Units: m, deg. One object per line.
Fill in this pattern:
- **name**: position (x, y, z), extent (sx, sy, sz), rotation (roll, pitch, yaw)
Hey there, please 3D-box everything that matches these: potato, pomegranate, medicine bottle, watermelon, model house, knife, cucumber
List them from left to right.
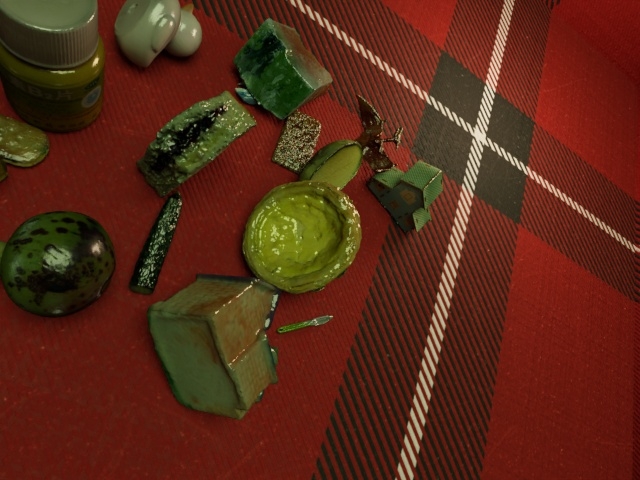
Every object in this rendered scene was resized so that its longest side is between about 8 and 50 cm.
- **pomegranate**: position (-0.615, 0.034, 0.975), extent (0.306, 0.242, 0.242), rotation (22, 62, 13)
- **medicine bottle**: position (-0.618, -0.431, 0.998), extent (0.225, 0.384, 0.224), rotation (9, 70, -26)
- **cucumber**: position (-0.427, -0.002, 1.153), extent (0.068, 0.068, 0.293), rotation (22, 64, -20)
- **model house**: position (-0.228, 0.239, 1.109), extent (0.280, 0.246, 0.311), rotation (-43, 126, -57)
- **watermelon**: position (-0.102, -0.575, 1.425), extent (0.264, 0.151, 0.302), rotation (52, 51, -4)
- **knife**: position (-0.045, 0.251, 1.299), extent (0.184, 0.026, 0.022), rotation (-8, 39, -27)
- **potato**: position (0.014, -0.235, 1.413), extent (0.272, 0.160, 0.111), rotation (-44, 54, -16)
- **model house**: position (0.325, -0.180, 1.515), extent (0.178, 0.206, 0.271), rotation (-40, 94, -30)

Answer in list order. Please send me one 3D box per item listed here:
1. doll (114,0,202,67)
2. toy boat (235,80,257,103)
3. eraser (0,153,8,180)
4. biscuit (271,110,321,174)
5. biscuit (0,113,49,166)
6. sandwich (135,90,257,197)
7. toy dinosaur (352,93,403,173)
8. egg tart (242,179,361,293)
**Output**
- **doll**: position (-0.462, -0.609, 1.270), extent (0.221, 0.221, 0.250), rotation (34, 85, -15)
- **toy boat**: position (-0.220, -0.505, 1.441), extent (0.106, 0.034, 0.149), rotation (29, 51, -14)
- **eraser**: position (-0.803, -0.125, 0.939), extent (0.069, 0.158, 0.226), rotation (44, 61, -7)
- **biscuit**: position (-0.075, -0.336, 1.460), extent (0.131, 0.025, 0.230), rotation (24, 66, -20)
- **biscuit**: position (-0.802, -0.258, 1.057), extent (0.247, 0.029, 0.118), rotation (19, 60, -21)
- **sandwich**: position (-0.323, -0.260, 1.133), extent (0.262, 0.326, 0.131), rotation (-47, 110, -31)
- **toy dinosaur**: position (0.182, -0.351, 1.517), extent (0.207, 0.112, 0.327), rotation (12, 63, 17)
- **egg tart**: position (-0.047, -0.007, 1.256), extent (0.346, 0.132, 0.344), rotation (-3, 75, 11)
